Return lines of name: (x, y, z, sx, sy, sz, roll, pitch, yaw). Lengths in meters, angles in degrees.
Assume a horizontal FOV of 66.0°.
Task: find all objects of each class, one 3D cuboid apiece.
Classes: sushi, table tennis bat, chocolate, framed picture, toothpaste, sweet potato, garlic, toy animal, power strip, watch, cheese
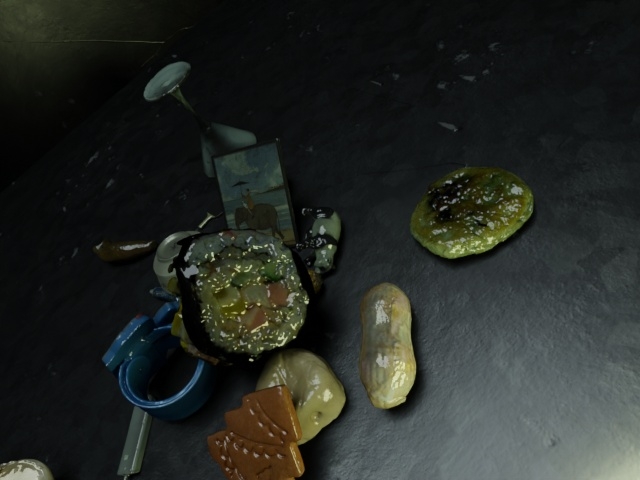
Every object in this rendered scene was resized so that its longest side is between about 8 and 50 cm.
sushi: (-0.214, 0.152, 1.257, 0.329, 0.285, 0.327, -18, 77, -29)
table tennis bat: (-0.398, -0.105, 1.840, 0.087, 0.013, 0.156, 28, 72, 42)
chocolate: (0.156, 0.233, 1.153, 0.134, 0.134, 0.309, -12, 50, 23)
framed picture: (-0.213, -0.132, 1.587, 0.265, 0.016, 0.346, -8, 95, 26)
toothpaste: (-0.506, 0.183, 1.662, 0.197, 0.035, 0.057, 5, 74, 32)
sweet potato: (-0.762, 0.031, 1.901, 0.286, 0.085, 0.112, -10, 47, 24)
garlic: (-0.816, 0.752, 1.308, 0.203, 0.184, 0.281, 15, 40, 10)
toy animal: (0.000, 0.000, 1.467, 0.121, 0.093, 0.225, -6, 51, 16)
power strip: (-0.514, 0.552, 1.376, 0.060, 0.027, 0.252, -14, 49, 20)
watch: (-0.406, 0.331, 1.379, 0.275, 0.241, 0.305, 32, 67, 27)
cheese: (-0.052, 0.366, 1.184, 0.218, 0.117, 0.235, -14, 53, 20)

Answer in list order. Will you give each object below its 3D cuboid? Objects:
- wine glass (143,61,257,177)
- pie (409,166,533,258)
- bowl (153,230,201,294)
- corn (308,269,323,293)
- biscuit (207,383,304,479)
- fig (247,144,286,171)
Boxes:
wine glass: (-0.464, -0.460, 1.892, 0.267, 0.406, 0.267, -17, 50, 22)
pie: (0.385, -0.088, 1.315, 0.324, 0.070, 0.323, -17, 47, 19)
bowl: (-0.460, 0.057, 1.650, 0.238, 0.126, 0.237, -15, 44, 15)
corn: (-0.140, 0.164, 1.410, 0.313, 0.102, 0.101, -19, 48, 16)
biscuit: (-0.135, 0.456, 1.099, 0.284, 0.043, 0.306, 25, 104, 31)
fig: (-0.245, -0.208, 1.738, 0.275, 0.206, 0.206, -29, 35, 54)
